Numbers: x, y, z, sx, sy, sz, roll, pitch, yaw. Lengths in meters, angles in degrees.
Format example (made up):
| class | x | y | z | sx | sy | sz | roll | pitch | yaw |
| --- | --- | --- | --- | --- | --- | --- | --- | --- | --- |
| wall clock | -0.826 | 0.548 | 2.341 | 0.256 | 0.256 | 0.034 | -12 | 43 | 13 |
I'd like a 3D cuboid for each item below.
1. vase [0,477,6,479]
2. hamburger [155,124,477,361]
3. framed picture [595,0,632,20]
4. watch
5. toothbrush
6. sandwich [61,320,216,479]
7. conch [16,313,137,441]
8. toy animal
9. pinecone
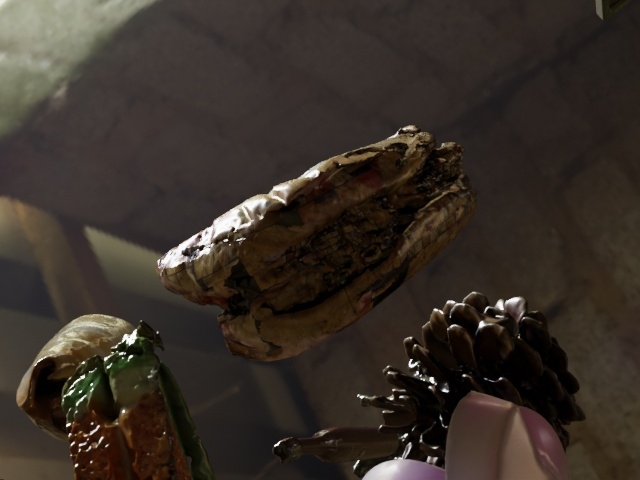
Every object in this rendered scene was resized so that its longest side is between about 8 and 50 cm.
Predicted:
| class | x | y | z | sx | sy | sz | roll | pitch | yaw |
| --- | --- | --- | --- | --- | --- | --- | --- | --- | --- |
| vase | -0.558 | 0.473 | 1.998 | 0.059 | 0.059 | 0.167 | 41 | -135 | -32 |
| hamburger | 0.000 | 0.000 | 0.862 | 0.106 | 0.231 | 0.231 | 57 | -161 | -3 |
| framed picture | 0.338 | -0.312 | 1.053 | 0.016 | 0.250 | 0.184 | 53 | -179 | 24 |
| watch | 0.057 | 0.235 | 0.771 | 0.211 | 0.218 | 0.248 | -38 | -72 | -35 |
| toothbrush | 0.022 | 0.215 | 1.278 | 0.040 | 0.041 | 0.364 | 59 | -169 | 17 |
| sandwich | -0.154 | 0.247 | 1.095 | 0.212 | 0.109 | 0.292 | -101 | -5 | -49 |
| conch | -0.296 | 0.150 | 1.452 | 0.127 | 0.158 | 0.255 | 49 | 179 | 19 |
| toy animal | 0.130 | 0.276 | 1.850 | 0.084 | 0.148 | 0.232 | 35 | -145 | -24 |
| pinecone | 0.122 | 0.134 | 1.001 | 0.165 | 0.163 | 0.163 | -26 | -104 | -30 |
